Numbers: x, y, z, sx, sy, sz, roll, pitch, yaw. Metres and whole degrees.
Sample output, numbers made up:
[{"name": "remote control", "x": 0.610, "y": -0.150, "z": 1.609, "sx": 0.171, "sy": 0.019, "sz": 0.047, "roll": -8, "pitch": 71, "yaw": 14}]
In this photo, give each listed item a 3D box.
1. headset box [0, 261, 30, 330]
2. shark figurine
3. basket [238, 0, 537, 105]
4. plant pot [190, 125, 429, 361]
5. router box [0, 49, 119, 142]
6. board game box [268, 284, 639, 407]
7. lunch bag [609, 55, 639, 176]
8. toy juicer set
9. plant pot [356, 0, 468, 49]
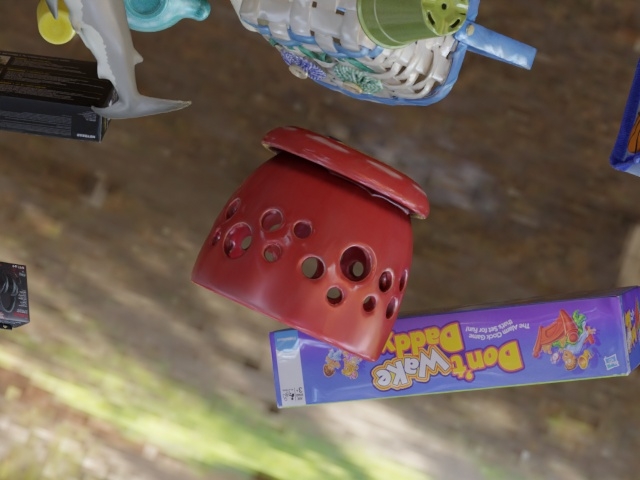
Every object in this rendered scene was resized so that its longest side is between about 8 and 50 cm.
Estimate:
[{"name": "headset box", "x": -0.393, "y": 0.070, "z": 2.259, "sx": 0.032, "sy": 0.083, "sz": 0.062, "roll": -20, "pitch": 159, "yaw": 37}, {"name": "shark figurine", "x": -0.192, "y": -0.230, "z": 1.687, "sx": 0.278, "sy": 0.116, "sz": 0.166, "roll": 63, "pitch": 167, "yaw": -15}, {"name": "basket", "x": 0.065, "y": -0.250, "z": 1.968, "sx": 0.254, "sy": 0.201, "sz": 0.289, "roll": 20, "pitch": -171, "yaw": 37}, {"name": "plant pot", "x": 0.000, "y": 0.000, "z": 1.681, "sx": 0.191, "sy": 0.174, "sz": 0.191, "roll": 26, "pitch": 179, "yaw": 1}, {"name": "router box", "x": -0.319, "y": -0.163, "z": 2.035, "sx": 0.178, "sy": 0.046, "sz": 0.133, "roll": 8, "pitch": -153, "yaw": 1}, {"name": "board game box", "x": 0.147, "y": 0.106, "z": 1.863, "sx": 0.347, "sy": 0.078, "sz": 0.233, "roll": -7, "pitch": 179, "yaw": 15}, {"name": "lunch bag", "x": 0.514, "y": -0.203, "z": 1.902, "sx": 0.327, "sy": 0.385, "sz": 0.239, "roll": 22, "pitch": 156, "yaw": -8}, {"name": "toy juicer set", "x": -0.248, "y": -0.391, "z": 2.587, "sx": 0.329, "sy": 0.209, "sz": 0.089, "roll": -4, "pitch": -154, "yaw": 1}, {"name": "plant pot", "x": 0.088, "y": -0.207, "z": 1.608, "sx": 0.083, "sy": 0.083, "sz": 0.079, "roll": 27, "pitch": 173, "yaw": -34}]
